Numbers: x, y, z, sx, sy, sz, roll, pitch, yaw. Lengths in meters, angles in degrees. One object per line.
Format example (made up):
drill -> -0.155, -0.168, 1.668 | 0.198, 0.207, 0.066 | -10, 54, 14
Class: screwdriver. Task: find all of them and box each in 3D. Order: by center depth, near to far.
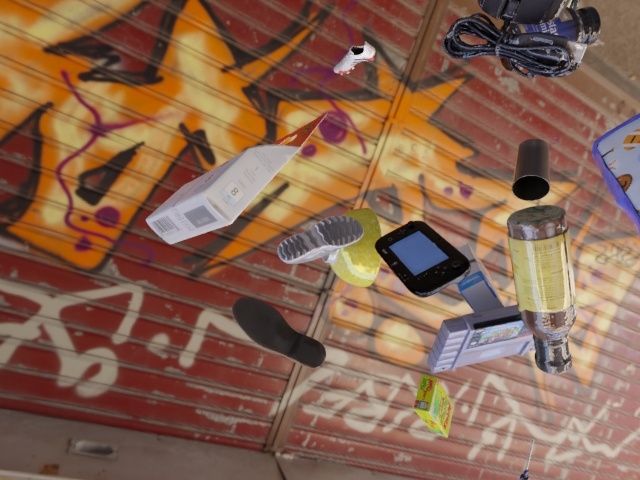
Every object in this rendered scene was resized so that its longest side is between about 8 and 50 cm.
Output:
screwdriver -> 0.533, 0.578, 1.167 | 0.025, 0.170, 0.024 | 17, -156, 25

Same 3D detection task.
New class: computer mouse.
computer mouse -> 0.289, -0.356, 0.584 | 0.188, 0.272, 0.072 | 28, -178, 31

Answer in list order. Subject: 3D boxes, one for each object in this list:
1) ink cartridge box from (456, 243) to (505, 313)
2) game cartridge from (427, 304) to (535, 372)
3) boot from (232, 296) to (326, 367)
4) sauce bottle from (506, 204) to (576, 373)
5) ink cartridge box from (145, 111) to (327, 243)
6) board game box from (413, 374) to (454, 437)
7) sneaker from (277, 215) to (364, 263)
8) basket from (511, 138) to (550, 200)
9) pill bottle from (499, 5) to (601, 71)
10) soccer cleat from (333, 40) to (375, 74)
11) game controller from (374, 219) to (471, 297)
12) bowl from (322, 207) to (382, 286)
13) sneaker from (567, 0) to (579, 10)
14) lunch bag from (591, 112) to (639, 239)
ink cartridge box -> 0.474, 0.127, 1.403 | 0.148, 0.086, 0.203 | 48, -158, -24
game cartridge -> 0.496, 0.274, 1.299 | 0.355, 0.068, 0.230 | -9, 142, -10
boot -> -0.134, 0.276, 1.327 | 0.305, 0.112, 0.115 | 37, 156, -9
sauce bottle -> 0.447, 0.106, 0.911 | 0.111, 0.344, 0.111 | -13, -163, 4
ink cartridge box -> -0.190, -0.166, 1.042 | 0.308, 0.385, 0.091 | -13, 125, 50
board game box -> 0.302, 0.439, 1.205 | 0.043, 0.092, 0.181 | -1, 141, 34
sneaker -> 0.000, 0.000, 1.458 | 0.281, 0.105, 0.115 | -17, 165, -4
basket -> 0.941, -0.325, 2.029 | 0.154, 0.227, 0.204 | 5, 155, 23
pill bottle -> 0.581, -0.519, 1.166 | 0.219, 0.123, 0.123 | -15, 179, 2
soccer cleat -> 0.052, -0.305, 0.761 | 0.083, 0.029, 0.035 | -8, 153, 38
game controller -> 0.263, 0.041, 1.226 | 0.166, 0.067, 0.319 | -20, -153, -6
bowl -> 0.090, 0.021, 1.627 | 0.156, 0.290, 0.289 | 3, -174, -18
sneaker -> 0.797, -0.728, 1.496 | 0.097, 0.235, 0.084 | 5, -151, -20
lunch bag -> 0.748, -0.113, 0.825 | 0.385, 0.328, 0.239 | -5, 131, 12
